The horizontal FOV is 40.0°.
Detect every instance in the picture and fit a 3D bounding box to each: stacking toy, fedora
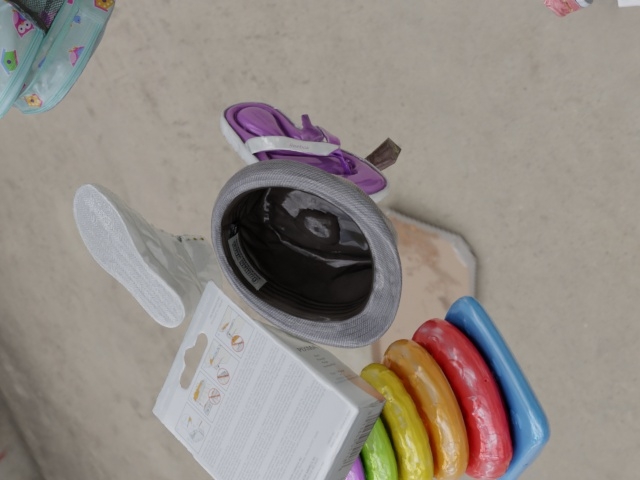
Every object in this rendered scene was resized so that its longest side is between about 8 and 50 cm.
[{"bbox_3d":[0.044,0.186,0.828,0.175,0.302,0.165,95,152,-58],"label":"stacking toy"},{"bbox_3d":[0.000,0.000,1.112,0.275,0.124,0.243,14,121,24],"label":"fedora"}]

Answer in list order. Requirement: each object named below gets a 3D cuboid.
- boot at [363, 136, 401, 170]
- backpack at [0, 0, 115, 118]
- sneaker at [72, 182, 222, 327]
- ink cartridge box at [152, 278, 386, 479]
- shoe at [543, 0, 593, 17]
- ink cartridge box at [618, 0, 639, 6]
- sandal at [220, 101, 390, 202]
[{"bbox_3d":[0.104,-0.123,1.611,0.114,0.037,0.106,-31,61,27],"label":"boot"},{"bbox_3d":[-0.285,-0.186,0.777,0.166,0.188,0.144,8,152,51],"label":"backpack"},{"bbox_3d":[-0.298,0.008,1.556,0.108,0.169,0.292,-40,87,31],"label":"sneaker"},{"bbox_3d":[-0.048,0.138,0.719,0.179,0.045,0.145,38,113,32],"label":"ink cartridge box"},{"bbox_3d":[0.470,-0.531,1.777,0.178,0.063,0.081,46,146,-18],"label":"shoe"},{"bbox_3d":[0.705,-0.525,1.675,0.237,0.172,0.100,4,123,32],"label":"ink cartridge box"},{"bbox_3d":[-0.050,-0.173,1.548,0.416,0.169,0.102,33,138,39],"label":"sandal"}]
